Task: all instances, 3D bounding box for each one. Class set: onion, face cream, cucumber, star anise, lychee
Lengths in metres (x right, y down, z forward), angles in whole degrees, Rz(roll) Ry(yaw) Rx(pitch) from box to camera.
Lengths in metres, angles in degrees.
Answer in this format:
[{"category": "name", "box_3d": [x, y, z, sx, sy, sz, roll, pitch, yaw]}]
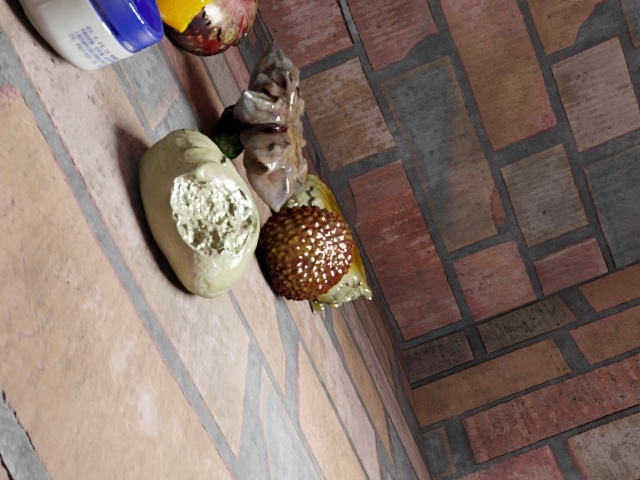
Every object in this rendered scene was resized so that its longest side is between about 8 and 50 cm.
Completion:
[{"category": "onion", "box_3d": [-0.212, -0.463, 1.560, 0.246, 0.190, 0.246, -8, 90, -70]}, {"category": "face cream", "box_3d": [-0.267, -0.295, 0.935, 0.206, 0.111, 0.206, -22, 90, -84]}, {"category": "cucumber", "box_3d": [-0.164, -0.200, 1.595, 0.241, 0.074, 0.074, -88, 156, -68]}, {"category": "star anise", "box_3d": [-0.084, -0.209, 1.526, 0.315, 0.108, 0.315, 3, 90, -79]}, {"category": "lychee", "box_3d": [-0.024, 0.022, 1.576, 0.188, 0.188, 0.188, -22, 90, -83]}]

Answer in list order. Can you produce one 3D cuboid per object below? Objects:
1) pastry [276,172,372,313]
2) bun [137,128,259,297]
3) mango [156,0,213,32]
[{"category": "pastry", "box_3d": [0.000, 0.000, 1.967, 0.329, 0.136, 0.330, -23, 90, -82]}, {"category": "bun", "box_3d": [-0.143, -0.041, 1.080, 0.237, 0.116, 0.210, -105, 169, -52]}, {"category": "mango", "box_3d": [-0.262, -0.483, 1.363, 0.257, 0.187, 0.138, 46, -23, -17]}]
